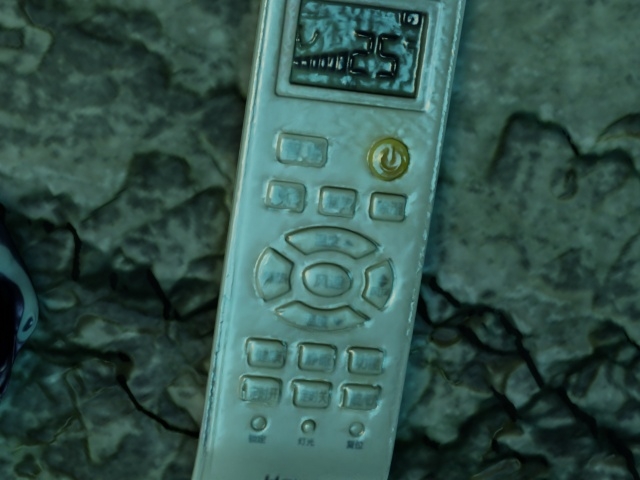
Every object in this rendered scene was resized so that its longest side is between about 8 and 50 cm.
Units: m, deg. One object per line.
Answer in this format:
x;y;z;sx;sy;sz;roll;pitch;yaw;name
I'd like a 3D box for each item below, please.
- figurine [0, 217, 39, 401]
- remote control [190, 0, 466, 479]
-0.233;0.059;0.862;0.145;0.222;0.145;18;134;19;figurine
0.000;0.000;0.935;0.109;0.055;0.313;6;100;-13;remote control
